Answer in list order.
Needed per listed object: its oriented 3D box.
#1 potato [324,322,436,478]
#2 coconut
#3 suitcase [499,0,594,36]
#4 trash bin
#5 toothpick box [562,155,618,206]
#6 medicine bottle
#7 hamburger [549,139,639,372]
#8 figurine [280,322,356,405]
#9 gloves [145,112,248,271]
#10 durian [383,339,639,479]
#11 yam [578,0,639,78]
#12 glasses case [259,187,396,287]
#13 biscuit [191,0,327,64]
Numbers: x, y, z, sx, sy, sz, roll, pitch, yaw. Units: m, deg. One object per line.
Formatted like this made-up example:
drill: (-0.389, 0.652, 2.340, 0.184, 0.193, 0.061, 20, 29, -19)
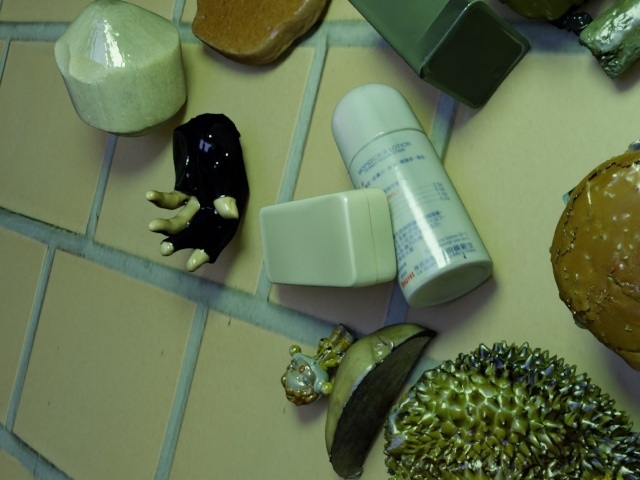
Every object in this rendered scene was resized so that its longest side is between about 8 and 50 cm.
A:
potato: (0.048, 0.211, 1.096, 0.100, 0.120, 0.261, 39, 106, 44)
coconut: (-0.382, -0.343, 1.449, 0.237, 0.238, 0.265, 52, 154, 34)
suitcase: (0.264, -0.385, 0.970, 0.143, 0.194, 0.234, -46, 57, 20)
trash bin: (0.155, -0.320, 1.078, 0.122, 0.164, 0.240, -51, 51, 20)
toothpick box: (0.350, -0.060, 0.931, 0.083, 0.052, 0.052, -40, 59, 29)
medicine bottle: (0.117, -0.079, 1.079, 0.130, 0.130, 0.340, -38, 60, 29)
hamburger: (0.373, 0.016, 0.804, 0.245, 0.211, 0.260, 0, 87, 46)
figurine: (-0.005, 0.193, 1.179, 0.101, 0.068, 0.143, 14, 79, 37)
gloves: (-0.205, -0.086, 1.333, 0.197, 0.152, 0.301, -17, 46, 43)
durian: (0.222, 0.248, 0.874, 0.293, 0.258, 0.258, -22, 68, 25)
yam: (0.406, -0.279, 0.912, 0.179, 0.078, 0.078, -38, 59, 25)
glasses case: (0.000, 0.000, 1.113, 0.313, 0.070, 0.131, -5, 93, 64)
biscuit: (-0.078, -0.524, 1.366, 0.455, 0.078, 0.349, -43, 54, 25)
